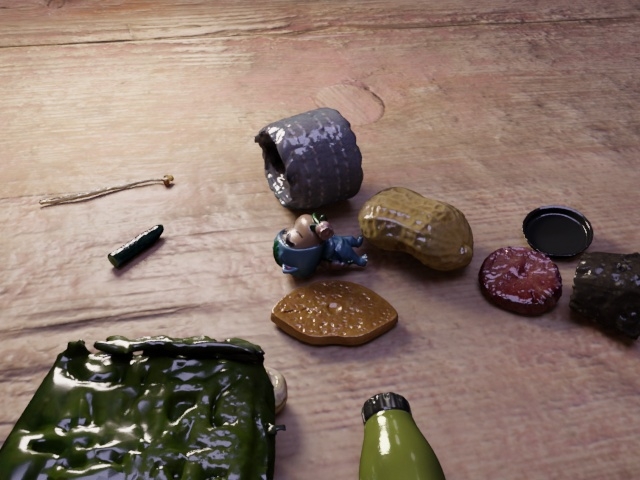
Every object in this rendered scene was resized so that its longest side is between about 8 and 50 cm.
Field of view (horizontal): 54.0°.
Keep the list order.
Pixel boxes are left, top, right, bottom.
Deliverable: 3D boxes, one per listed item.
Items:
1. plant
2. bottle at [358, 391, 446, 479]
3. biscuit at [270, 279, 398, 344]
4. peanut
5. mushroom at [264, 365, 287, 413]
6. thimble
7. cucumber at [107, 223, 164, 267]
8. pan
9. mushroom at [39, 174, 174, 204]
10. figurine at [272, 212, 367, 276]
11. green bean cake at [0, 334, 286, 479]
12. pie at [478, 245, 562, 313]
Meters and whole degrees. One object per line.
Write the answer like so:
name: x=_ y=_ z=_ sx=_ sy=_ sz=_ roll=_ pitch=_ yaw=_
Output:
plant: x=0.536 y=0.089 z=1.069 sx=0.203 sy=0.142 sz=0.131 roll=21 pitch=27 yaw=29
bottle: x=0.105 y=0.315 z=0.798 sx=0.112 sy=0.112 sz=0.260 roll=-3 pitch=40 yaw=-5
biscuit: x=0.023 y=0.125 z=1.094 sx=0.221 sy=0.028 sz=0.141 roll=-1 pitch=41 yaw=-3
peanut: x=0.190 y=-0.023 z=1.211 sx=0.233 sy=0.110 sz=0.197 roll=21 pitch=31 yaw=22
mushroom: x=-0.089 y=0.223 z=0.940 sx=0.084 sy=0.067 sz=0.083 roll=-4 pitch=30 yaw=2
thimble: x=-0.028 y=-0.174 z=1.321 sx=0.172 sy=0.205 sz=0.236 roll=-15 pitch=39 yaw=-17
cucumber: x=-0.354 y=0.006 z=1.227 sx=0.032 sy=0.032 sz=0.133 roll=24 pitch=43 yaw=25
pan: x=0.446 y=0.015 z=1.241 sx=0.136 sy=0.028 sz=0.235 roll=27 pitch=55 yaw=27
mushroom: x=-0.466 y=-0.111 z=1.379 sx=0.286 sy=0.028 sz=0.025 roll=-12 pitch=83 yaw=-14
figurine: x=0.002 y=0.000 z=1.167 sx=0.178 sy=0.144 sz=0.114 roll=3 pitch=41 yaw=-17
green bean cake: x=-0.206 y=0.290 z=0.741 sx=0.335 sy=0.218 sz=0.319 roll=-2 pitch=40 yaw=-1
pie: x=0.365 y=0.072 z=1.152 sx=0.155 sy=0.036 sz=0.154 roll=-5 pitch=46 yaw=5
